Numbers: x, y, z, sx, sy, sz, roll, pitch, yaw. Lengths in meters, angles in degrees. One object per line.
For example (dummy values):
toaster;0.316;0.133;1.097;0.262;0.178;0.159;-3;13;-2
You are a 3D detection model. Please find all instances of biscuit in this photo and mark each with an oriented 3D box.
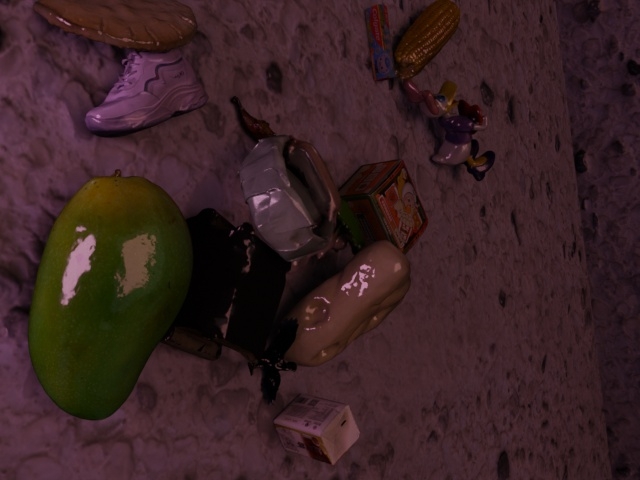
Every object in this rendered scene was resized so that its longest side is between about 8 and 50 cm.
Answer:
biscuit;-0.316;-0.374;0.914;0.289;0.038;0.141;-25;66;-44

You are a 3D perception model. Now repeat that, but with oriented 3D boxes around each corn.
corn;0.310;-0.599;1.569;0.363;0.120;0.120;-52;123;-32

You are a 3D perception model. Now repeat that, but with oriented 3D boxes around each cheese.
cheese;0.074;0.170;1.275;0.351;0.130;0.328;-43;159;1

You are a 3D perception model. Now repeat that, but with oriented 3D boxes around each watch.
watch;-0.069;-0.084;1.044;0.253;0.161;0.241;62;17;4

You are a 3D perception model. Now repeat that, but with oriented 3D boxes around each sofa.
sofa;-0.196;0.093;1.019;0.200;0.182;0.259;45;57;-56

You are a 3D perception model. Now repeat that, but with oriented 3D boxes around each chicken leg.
chicken leg;-0.139;-0.252;1.150;0.145;0.037;0.062;36;41;-40

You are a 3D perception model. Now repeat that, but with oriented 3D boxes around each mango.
mango;-0.322;0.084;0.832;0.225;0.201;0.382;19;78;-53

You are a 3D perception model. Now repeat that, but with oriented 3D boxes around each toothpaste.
toothpaste;0.172;-0.542;1.455;0.044;0.070;0.194;-15;100;-43

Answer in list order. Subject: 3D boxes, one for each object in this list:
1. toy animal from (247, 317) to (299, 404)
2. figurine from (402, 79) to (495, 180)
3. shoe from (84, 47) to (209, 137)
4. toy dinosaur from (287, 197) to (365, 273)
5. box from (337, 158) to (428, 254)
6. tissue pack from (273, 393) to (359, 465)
toy animal;-0.103;0.256;1.124;0.107;0.062;0.220;7;111;-20
figurine;0.402;-0.345;1.642;0.193;0.154;0.421;-38;131;-1
shoe;-0.313;-0.269;0.934;0.245;0.095;0.138;-38;112;-44
toy dinosaur;0.004;0.004;1.227;0.152;0.177;0.194;55;26;-31
box;0.157;-0.079;1.369;0.177;0.148;0.195;-47;121;-38
tissue pack;-0.009;0.417;1.178;0.106;0.148;0.099;-35;113;-41
